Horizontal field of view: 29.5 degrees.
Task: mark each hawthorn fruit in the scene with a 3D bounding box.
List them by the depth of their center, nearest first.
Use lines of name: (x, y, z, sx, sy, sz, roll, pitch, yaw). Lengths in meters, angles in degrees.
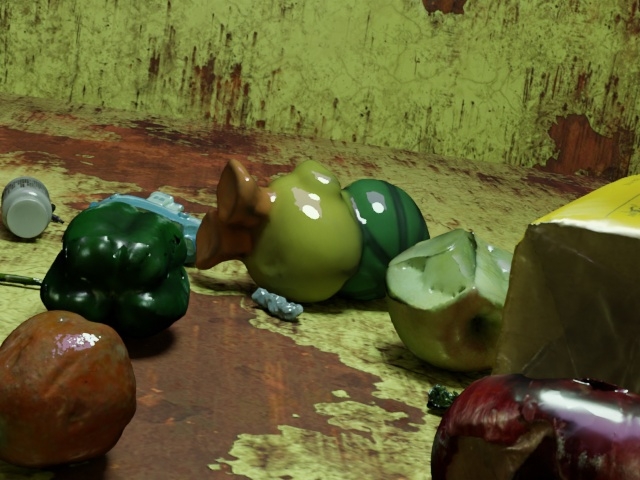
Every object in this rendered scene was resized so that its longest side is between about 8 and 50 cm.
hawthorn fruit: (-0.250, 0.134, 1.089, 0.149, 0.149, 0.189, 19, 11, 38)

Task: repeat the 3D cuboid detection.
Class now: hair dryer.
hair dryer: (-0.457, -0.045, 2.058, 0.083, 0.031, 0.079, 30, 11, 24)

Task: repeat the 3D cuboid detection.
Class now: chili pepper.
chili pepper: (-0.252, 0.034, 1.519, 0.174, 0.165, 0.261, -3, 10, 0)

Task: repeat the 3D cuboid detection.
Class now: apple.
apple: (0.182, 0.085, 1.571, 0.207, 0.174, 0.188, 14, 34, -6)

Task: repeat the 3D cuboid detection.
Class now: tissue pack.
tissue pack: (0.369, 0.072, 1.188, 0.293, 0.228, 0.382, 14, 14, 24)

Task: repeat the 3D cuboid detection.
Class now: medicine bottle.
medicine bottle: (-0.465, -0.050, 1.926, 0.079, 0.079, 0.140, 5, 13, -16)

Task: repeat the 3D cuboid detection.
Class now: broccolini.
broccolini: (0.184, 0.196, 1.378, 0.140, 0.035, 0.030, 17, 19, 29)

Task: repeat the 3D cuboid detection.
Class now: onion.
onion: (0.204, 0.223, 0.945, 0.272, 0.195, 0.272, 15, -32, 9)

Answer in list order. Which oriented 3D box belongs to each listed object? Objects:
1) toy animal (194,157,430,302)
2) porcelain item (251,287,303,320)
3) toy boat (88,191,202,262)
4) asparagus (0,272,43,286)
toy animal: (0.002, 0.002, 1.791, 0.338, 0.216, 0.191, 7, 39, -24)
porcelain item: (-0.058, 0.090, 1.698, 0.083, 0.028, 0.036, 20, 14, 37)
toy boat: (-0.270, -0.027, 1.927, 0.215, 0.088, 0.102, 14, 23, 13)
asparagus: (-0.400, 0.055, 1.641, 0.127, 0.018, 0.015, 9, 38, 0)
